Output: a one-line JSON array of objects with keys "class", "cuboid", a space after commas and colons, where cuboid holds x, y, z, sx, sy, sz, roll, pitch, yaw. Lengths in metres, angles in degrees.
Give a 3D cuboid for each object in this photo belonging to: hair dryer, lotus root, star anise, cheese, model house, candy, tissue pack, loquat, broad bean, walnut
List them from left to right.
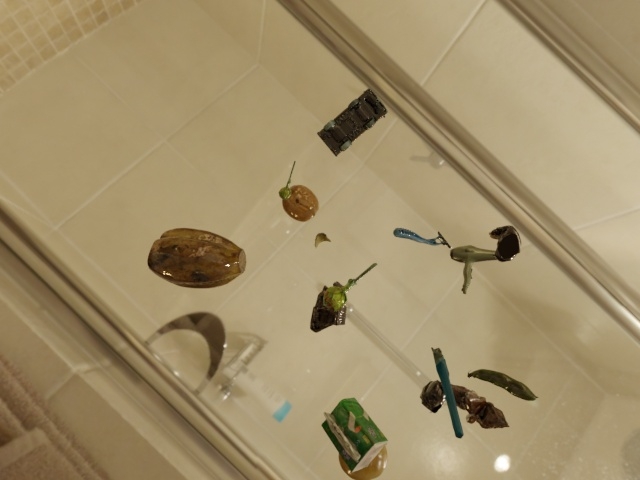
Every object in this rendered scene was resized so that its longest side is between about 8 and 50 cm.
[{"class": "lotus root", "cuboid": [-0.373, 0.053, 1.365, 0.193, 0.290, 0.193, -169, -90, -85]}, {"class": "candy", "cuboid": [-0.146, -0.279, 2.076, 0.062, 0.058, 0.194, -44, 157, -62]}, {"class": "walnut", "cuboid": [-0.114, -0.213, 2.581, 0.195, 0.221, 0.195, -45, 167, -13]}, {"class": "cheese", "cuboid": [-0.001, 0.000, 2.078, 0.084, 0.041, 0.060, -33, 143, 8]}, {"class": "model house", "cuboid": [0.037, 0.263, 1.814, 0.164, 0.141, 0.203, 96, 0, -66]}, {"class": "tissue pack", "cuboid": [0.107, 0.710, 1.647, 0.156, 0.209, 0.148, 15, 114, -48]}, {"class": "candy", "cuboid": [0.110, 0.148, 1.551, 0.262, 0.077, 0.073, -35, -149, -31]}, {"class": "loquat", "cuboid": [0.179, 0.914, 1.913, 0.213, 0.213, 0.213, -46, 180, 0]}, {"class": "star anise", "cuboid": [0.628, 0.682, 1.801, 0.109, 0.292, 0.349, -41, -177, -11]}, {"class": "hair dryer", "cuboid": [0.704, 0.108, 1.981, 0.218, 0.225, 0.088, -18, 146, 16]}, {"class": "broad bean", "cuboid": [0.683, 0.532, 1.682, 0.046, 0.254, 0.065, 34, 75, -55]}]

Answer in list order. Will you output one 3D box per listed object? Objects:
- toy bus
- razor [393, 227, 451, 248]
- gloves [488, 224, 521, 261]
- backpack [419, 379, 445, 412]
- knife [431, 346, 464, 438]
[{"class": "toy bus", "cuboid": [0.152, -0.563, 2.168, 0.323, 0.162, 0.194, -40, -174, 7]}, {"class": "razor", "cuboid": [0.352, -0.010, 1.573, 0.253, 0.082, 0.042, 10, 127, -36]}, {"class": "gloves", "cuboid": [0.731, 0.007, 1.784, 0.203, 0.124, 0.164, -44, 143, -62]}, {"class": "backpack", "cuboid": [0.500, 0.671, 1.965, 0.120, 0.105, 0.165, -45, 153, -27]}, {"class": "knife", "cuboid": [0.403, 0.474, 1.427, 0.044, 0.026, 0.297, -43, -139, 39]}]
